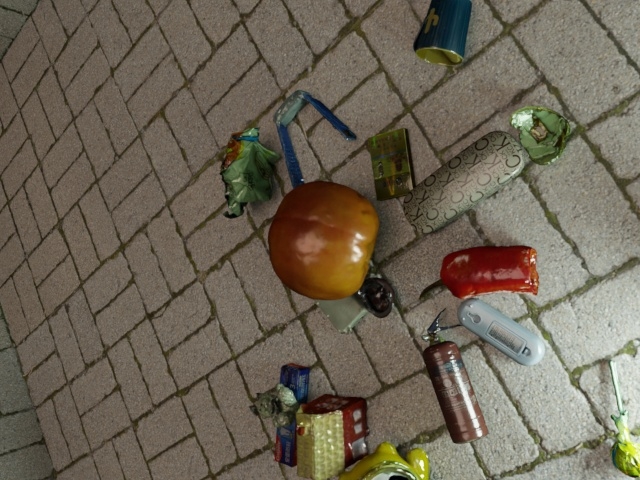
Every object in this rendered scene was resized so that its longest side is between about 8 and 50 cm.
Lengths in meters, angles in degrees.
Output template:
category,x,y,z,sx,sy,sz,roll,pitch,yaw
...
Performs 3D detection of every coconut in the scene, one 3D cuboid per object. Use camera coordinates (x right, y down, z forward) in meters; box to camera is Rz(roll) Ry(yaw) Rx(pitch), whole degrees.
category,x,y,z,sx,sy,sz,roll,pitch,yaw
coconut,0.555,-0.265,1.360,0.133,0.055,0.158,-19,81,30

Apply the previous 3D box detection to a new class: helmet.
category,x,y,z,sx,sy,sz,roll,pitch,yaw
helmet,0.175,0.162,1.602,0.098,0.070,0.123,-41,76,33

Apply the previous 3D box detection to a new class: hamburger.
category,x,y,z,sx,sy,sz,roll,pitch,yaw
hamburger,-0.226,-0.211,1.794,0.151,0.260,0.275,9,130,10

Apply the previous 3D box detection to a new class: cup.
category,x,y,z,sx,sy,sz,roll,pitch,yaw
cup,0.325,-0.570,1.480,0.176,0.131,0.155,20,98,57

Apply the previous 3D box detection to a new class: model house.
category,x,y,z,sx,sy,sz,roll,pitch,yaw
model house,0.011,0.578,1.606,0.160,0.254,0.195,0,90,37

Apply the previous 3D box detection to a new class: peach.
category,x,y,z,sx,sy,sz,roll,pitch,yaw
peach,0.000,0.000,1.559,0.302,0.343,0.342,18,101,9

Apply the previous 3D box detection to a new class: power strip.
category,x,y,z,sx,sy,sz,roll,pitch,yaw
power strip,0.036,0.168,1.708,0.118,0.046,0.270,-50,64,20

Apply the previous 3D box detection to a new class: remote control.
category,x,y,z,sx,sy,sz,roll,pitch,yaw
remote control,0.467,0.238,1.427,0.244,0.047,0.087,34,111,30

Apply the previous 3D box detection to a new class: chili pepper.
category,x,y,z,sx,sy,sz,roll,pitch,yaw
chili pepper,0.387,0.085,1.429,0.338,0.131,0.134,-8,77,35

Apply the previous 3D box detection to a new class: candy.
category,x,y,z,sx,sy,sz,roll,pitch,yaw
candy,0.702,0.414,1.271,0.077,0.073,0.261,-23,69,58

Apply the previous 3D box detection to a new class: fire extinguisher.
category,x,y,z,sx,sy,sz,roll,pitch,yaw
fire extinguisher,0.362,0.357,1.474,0.138,0.102,0.343,-17,79,-1

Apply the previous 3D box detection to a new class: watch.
category,x,y,z,sx,sy,sz,roll,pitch,yaw
watch,-0.057,-0.317,1.762,0.274,0.068,0.276,49,114,18

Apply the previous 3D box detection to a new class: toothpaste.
category,x,y,z,sx,sy,sz,roll,pitch,yaw
toothpaste,-0.094,0.569,1.785,0.076,0.066,0.320,7,95,33

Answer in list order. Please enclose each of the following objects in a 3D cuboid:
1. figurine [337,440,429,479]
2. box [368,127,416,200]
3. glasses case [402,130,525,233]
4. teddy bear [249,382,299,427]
category,x,y,z,sx,sy,sz,roll,pitch,yaw
figurine,0.208,0.749,1.502,0.324,0.231,0.340,-31,72,-11
box,0.210,-0.221,1.602,0.121,0.030,0.193,-11,84,33
glasses case,0.376,-0.151,1.460,0.355,0.085,0.137,-38,71,27
teddy bear,-0.127,0.521,1.719,0.213,0.111,0.133,-20,56,54
